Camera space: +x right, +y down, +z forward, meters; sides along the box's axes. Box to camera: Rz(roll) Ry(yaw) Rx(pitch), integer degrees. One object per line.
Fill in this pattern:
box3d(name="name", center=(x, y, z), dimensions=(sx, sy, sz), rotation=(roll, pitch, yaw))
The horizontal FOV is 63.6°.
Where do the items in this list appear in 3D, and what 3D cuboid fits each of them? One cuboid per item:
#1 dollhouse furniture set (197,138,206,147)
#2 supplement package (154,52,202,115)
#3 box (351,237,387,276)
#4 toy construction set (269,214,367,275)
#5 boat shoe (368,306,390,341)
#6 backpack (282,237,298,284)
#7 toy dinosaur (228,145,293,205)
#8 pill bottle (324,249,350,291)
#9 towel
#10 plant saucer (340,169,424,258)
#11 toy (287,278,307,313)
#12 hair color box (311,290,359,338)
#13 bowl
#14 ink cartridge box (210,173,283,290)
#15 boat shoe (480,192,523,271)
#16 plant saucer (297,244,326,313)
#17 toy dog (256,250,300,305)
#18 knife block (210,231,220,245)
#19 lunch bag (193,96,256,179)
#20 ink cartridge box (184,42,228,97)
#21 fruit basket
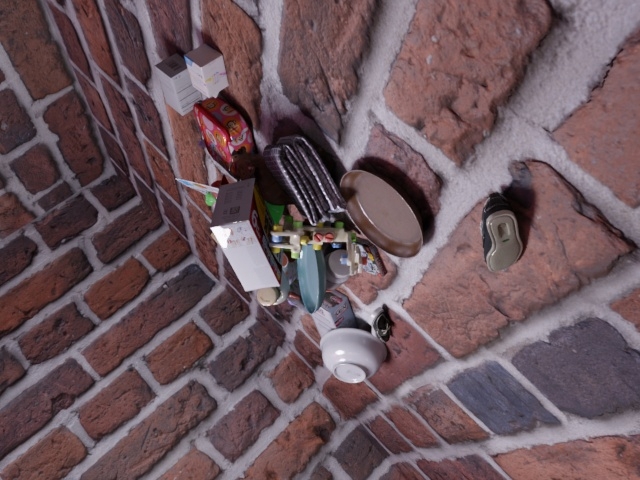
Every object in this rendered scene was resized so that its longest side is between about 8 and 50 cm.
box3d(name="dollhouse furniture set", center=(-0.443, -0.444, 2.111), dimensions=(0.114, 0.091, 0.081), rotation=(-52, 36, 45))
box3d(name="supplement package", center=(-0.524, -0.579, 1.922), dimensions=(0.105, 0.105, 0.179), rotation=(39, 154, 22))
box3d(name="box", center=(0.166, 0.058, 1.760), dimensions=(0.094, 0.027, 0.137), rotation=(16, 140, 51))
box3d(name="toy construction set", center=(0.000, 0.000, 1.684), dimensions=(0.328, 0.151, 0.215), rotation=(17, -171, -5))
box3d(name="boat shoe", center=(0.238, 0.328, 1.993), dimensions=(0.070, 0.078, 0.219), rotation=(37, 162, 29))
box3d(name="backpack", center=(-0.206, 0.089, 2.239), dimensions=(0.254, 0.191, 0.225), rotation=(27, 123, 12))
box3d(name="toy dinosaur", center=(-0.182, -0.201, 1.761), dimensions=(0.295, 0.200, 0.127), rotation=(56, 155, -12))
box3d(name="pill bottle", center=(0.050, 0.112, 1.932), dimensions=(0.121, 0.121, 0.221), rotation=(48, 157, 4))
box3d(name="towel", center=(-0.062, -0.186, 1.614), dimensions=(0.283, 0.121, 0.235), rotation=(59, 168, -16))
box3d(name="plant saucer", center=(0.183, -0.083, 1.486), dimensions=(0.311, 0.050, 0.310), rotation=(39, 154, 23))
box3d(name="toy", center=(-0.127, 0.238, 2.337), dimensions=(0.137, 0.056, 0.237), rotation=(38, -158, -22))
box3d(name="hair color box", center=(0.067, 0.371, 2.314), dimensions=(0.185, 0.114, 0.374), rotation=(27, 149, 42))
box3d(name="bowl", center=(0.131, 0.514, 2.205), dimensions=(0.298, 0.134, 0.297), rotation=(8, 135, 8))
box3d(name="ink cartridge box", center=(-0.228, -0.038, 1.699), dimensions=(0.271, 0.130, 0.309), rotation=(-90, -14, -44))
box3d(name="boat shoe", center=(0.409, -0.012, 1.180), dimensions=(0.233, 0.084, 0.079), rotation=(66, -169, -48))
box3d(name="plant saucer", center=(-0.032, 0.113, 1.913), dimensions=(0.317, 0.044, 0.317), rotation=(175, 90, -76))
box3d(name="toy dog", center=(-0.151, 0.116, 2.044), dimensions=(0.161, 0.220, 0.333), rotation=(4, 111, 10))
box3d(name="knife block", center=(-0.394, -0.074, 2.312), dimensions=(0.088, 0.276, 0.242), rotation=(50, -173, 0))
box3d(name="lunch bag", center=(-0.359, -0.391, 1.914), dimensions=(0.258, 0.120, 0.293), rotation=(43, 159, 26))
box3d(name="ink cartridge box", center=(-0.373, -0.554, 1.707), dimensions=(0.092, 0.090, 0.143), rotation=(40, 156, 23))
box3d(name="fruit basket", center=(-0.329, -0.146, 1.978), dimensions=(0.353, 0.165, 0.327), rotation=(9, 172, 16))
